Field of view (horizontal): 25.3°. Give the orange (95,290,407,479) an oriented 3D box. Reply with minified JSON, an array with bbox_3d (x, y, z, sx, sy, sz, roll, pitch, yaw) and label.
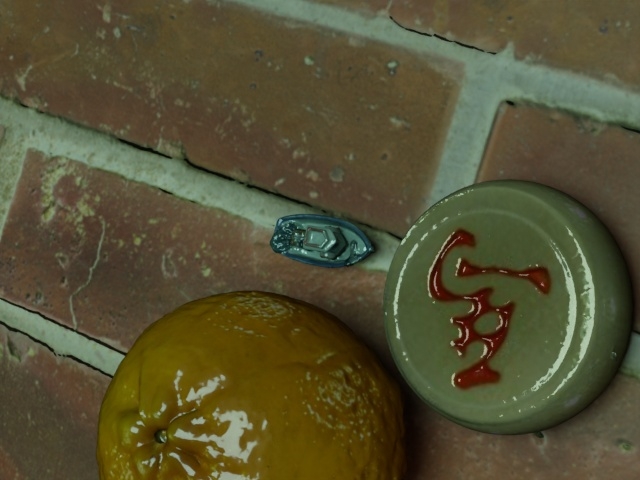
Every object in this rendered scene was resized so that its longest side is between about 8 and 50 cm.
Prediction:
[{"bbox_3d":[-0.082,0.219,1.535,0.340,0.293,0.340,-3,84,33],"label":"orange"}]

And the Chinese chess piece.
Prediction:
[{"bbox_3d":[0.194,0.069,1.491,0.273,0.102,0.273,-3,84,32],"label":"Chinese chess piece"}]

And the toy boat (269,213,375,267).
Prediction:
[{"bbox_3d":[0.000,0.000,1.640,0.140,0.066,0.059,10,87,31],"label":"toy boat"}]
